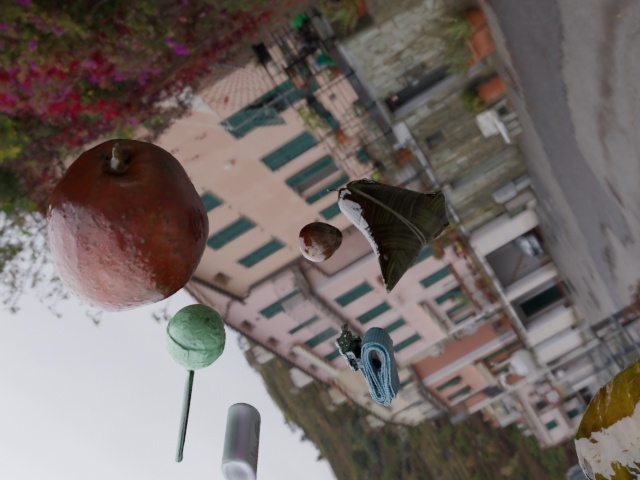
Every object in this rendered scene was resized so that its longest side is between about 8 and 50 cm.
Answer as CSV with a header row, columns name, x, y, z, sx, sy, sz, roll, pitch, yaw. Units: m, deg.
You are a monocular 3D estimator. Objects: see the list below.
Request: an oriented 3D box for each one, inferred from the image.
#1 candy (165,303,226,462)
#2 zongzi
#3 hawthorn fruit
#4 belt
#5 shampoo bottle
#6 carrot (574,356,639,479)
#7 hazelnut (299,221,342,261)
name,x,y,z,sx,sy,sz,roll,pitch,yaw
candy,-0.268,0.306,1.649,0.119,0.119,0.439,-111,28,-48
zongzi,0.093,-0.017,1.607,0.248,0.241,0.111,16,141,33
hawthorn fruit,-0.323,-0.037,1.371,0.275,0.275,0.299,-111,17,-48
belt,0.098,0.243,1.573,0.065,0.100,0.179,-66,-33,-49
shampoo bottle,-0.100,0.256,1.049,0.072,0.043,0.099,80,-171,-45
carrot,0.549,0.241,1.148,0.242,0.340,0.241,19,-133,-22
hazelnut,0.000,0.000,1.540,0.086,0.086,0.086,57,-171,-14
